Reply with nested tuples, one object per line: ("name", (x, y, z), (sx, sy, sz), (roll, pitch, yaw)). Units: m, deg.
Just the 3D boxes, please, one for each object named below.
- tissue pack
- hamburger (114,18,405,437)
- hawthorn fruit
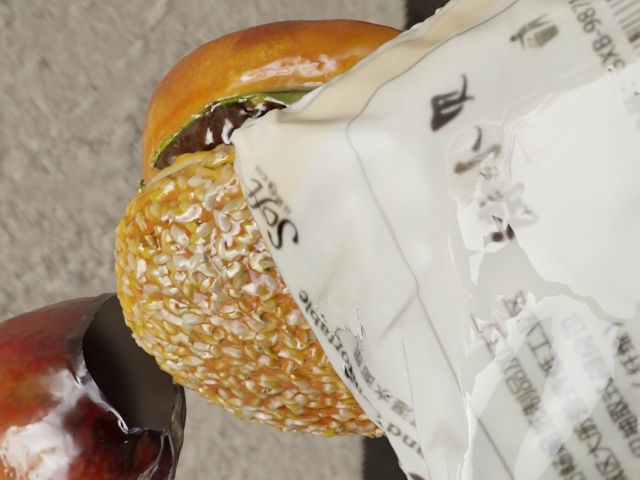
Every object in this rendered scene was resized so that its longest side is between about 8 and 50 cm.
("tissue pack", (0.174, 0.022, 0.843), (0.390, 0.375, 0.195), (-28, 161, 8))
("hamburger", (0.000, 0.000, 1.410), (0.330, 0.250, 0.330), (1, 144, 1))
("hawthorn fruit", (-0.241, 0.160, 1.585), (0.250, 0.215, 0.215), (-6, 131, 24))
